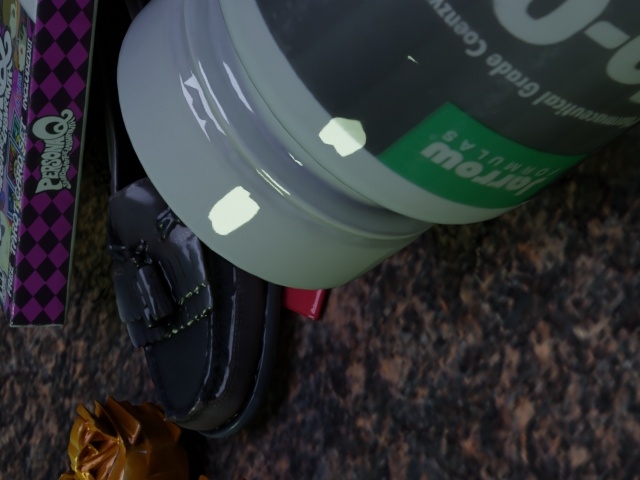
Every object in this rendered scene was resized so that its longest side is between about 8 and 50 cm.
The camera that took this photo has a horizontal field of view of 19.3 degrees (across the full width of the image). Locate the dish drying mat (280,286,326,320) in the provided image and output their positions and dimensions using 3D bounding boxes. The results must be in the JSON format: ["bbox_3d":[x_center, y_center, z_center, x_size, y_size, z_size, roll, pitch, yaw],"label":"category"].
[{"bbox_3d":[0.000,0.000,1.027,0.032,0.008,0.083,21,96,50],"label":"dish drying mat"}]

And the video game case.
[{"bbox_3d":[-0.188,-0.097,1.157,0.210,0.042,0.232,-125,38,-54],"label":"video game case"}]

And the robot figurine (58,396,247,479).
[{"bbox_3d":[-0.122,0.247,1.047,0.211,0.085,0.291,30,103,49],"label":"robot figurine"}]

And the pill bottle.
[{"bbox_3d":[0.083,-0.134,0.817,0.361,0.204,0.204,-37,55,38],"label":"pill bottle"}]

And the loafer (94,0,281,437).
[{"bbox_3d":[-0.093,-0.037,1.071,0.109,0.095,0.302,-27,60,43],"label":"loafer"}]
